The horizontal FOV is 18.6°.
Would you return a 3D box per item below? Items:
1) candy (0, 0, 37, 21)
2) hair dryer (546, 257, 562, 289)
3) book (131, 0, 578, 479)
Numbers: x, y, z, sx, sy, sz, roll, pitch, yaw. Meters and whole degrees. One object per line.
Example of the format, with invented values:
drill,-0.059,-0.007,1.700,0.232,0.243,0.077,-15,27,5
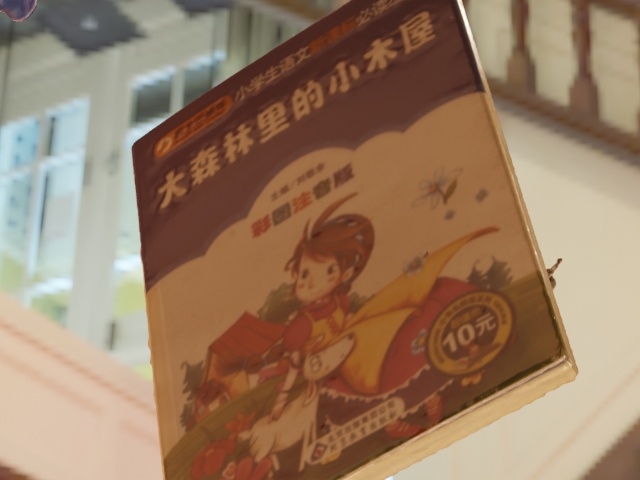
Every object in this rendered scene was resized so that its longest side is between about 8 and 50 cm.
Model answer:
candy,-0.197,-0.254,0.785,0.331,0.187,0.077,36,-178,11
hair dryer,0.119,0.049,1.214,0.038,0.063,0.124,33,129,3
book,0.000,0.000,1.021,0.228,0.322,0.018,-30,132,17
